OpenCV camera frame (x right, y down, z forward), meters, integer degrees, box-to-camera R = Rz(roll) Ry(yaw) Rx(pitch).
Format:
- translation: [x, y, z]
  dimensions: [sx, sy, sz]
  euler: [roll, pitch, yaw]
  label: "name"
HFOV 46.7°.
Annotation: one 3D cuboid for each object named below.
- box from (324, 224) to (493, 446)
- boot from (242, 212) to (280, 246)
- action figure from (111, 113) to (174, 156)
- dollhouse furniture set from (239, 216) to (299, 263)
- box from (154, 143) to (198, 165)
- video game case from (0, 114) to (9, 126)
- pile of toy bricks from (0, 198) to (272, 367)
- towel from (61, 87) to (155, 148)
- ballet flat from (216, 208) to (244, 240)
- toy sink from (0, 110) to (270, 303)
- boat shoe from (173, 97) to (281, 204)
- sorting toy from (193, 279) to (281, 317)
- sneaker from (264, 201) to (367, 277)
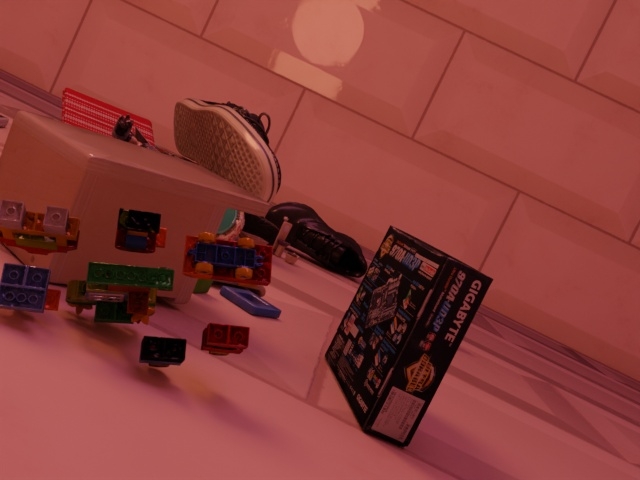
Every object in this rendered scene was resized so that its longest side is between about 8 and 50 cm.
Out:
- translation: [0.078, 0.085, 0.762]
  dimensions: [0.051, 0.175, 0.220]
  euler: [25, 4, -12]
  label: "box"
- translation: [-0.189, -0.066, 1.667]
  dimensions: [0.189, 0.076, 0.208]
  euler: [40, 3, -33]
  label: "boot"
- translation: [-0.335, -0.137, 1.322]
  dimensions: [0.185, 0.099, 0.285]
  euler: [44, 20, 9]
  label: "action figure"
- translation: [-0.098, -0.014, 1.522]
  dimensions: [0.091, 0.081, 0.114]
  euler: [29, 6, 40]
  label: "dollhouse furniture set"
- translation: [-0.396, -0.171, 1.592]
  dimensions: [0.293, 0.057, 0.201]
  euler: [25, 16, -13]
  label: "box"
- translation: [-0.694, -0.258, 1.394]
  dimensions: [0.173, 0.022, 0.190]
  euler: [25, 4, -13]
  label: "video game case"
- translation: [-0.152, 0.041, 0.589]
  dimensions: [0.212, 0.118, 0.105]
  euler: [8, -20, -15]
  label: "pile of toy bricks"
- translation: [-0.421, -0.197, 1.475]
  dimensions: [0.198, 0.031, 0.275]
  euler: [19, 31, -29]
  label: "towel"
- translation: [-0.191, -0.046, 1.412]
  dimensions: [0.077, 0.091, 0.241]
  euler: [50, -7, -35]
  label: "ballet flat"
- translation: [-0.196, -0.024, 0.768]
  dimensions: [0.152, 0.131, 0.234]
  euler: [30, 10, 39]
  label: "toy sink"
- translation: [-0.178, -0.200, 1.571]
  dimensions: [0.155, 0.187, 0.500]
  euler: [-3, 21, -26]
  label: "boat shoe"
- translation: [-0.185, 0.006, 1.019]
  dimensions: [0.196, 0.047, 0.347]
  euler: [22, 6, -44]
  label: "sorting toy"
- translation: [0.000, 0.000, 1.757]
  dimensions: [0.286, 0.109, 0.130]
  euler: [26, 8, -22]
  label: "sneaker"
